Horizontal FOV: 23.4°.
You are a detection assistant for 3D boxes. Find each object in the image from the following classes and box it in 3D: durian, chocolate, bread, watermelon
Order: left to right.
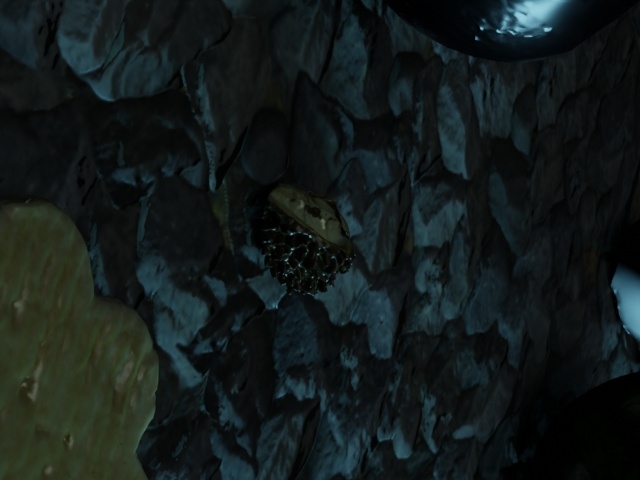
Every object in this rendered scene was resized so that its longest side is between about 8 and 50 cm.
[{"bbox_3d":[-0.184,0.121,0.759,0.316,0.054,0.316,-15,108,-58],"label":"bread"},{"bbox_3d":[-0.009,0.002,1.054,0.130,0.052,0.066,25,36,-61],"label":"durian"},{"bbox_3d":[0.322,0.250,1.442,0.269,0.269,0.269,-18,111,-57],"label":"watermelon"},{"bbox_3d":[0.369,0.027,1.609,0.080,0.125,0.149,-72,147,-49],"label":"chocolate"}]

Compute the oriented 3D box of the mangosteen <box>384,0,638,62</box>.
[{"bbox_3d":[0.106,-0.255,1.010,0.233,0.287,0.287,64,35,-85],"label":"mangosteen"}]
